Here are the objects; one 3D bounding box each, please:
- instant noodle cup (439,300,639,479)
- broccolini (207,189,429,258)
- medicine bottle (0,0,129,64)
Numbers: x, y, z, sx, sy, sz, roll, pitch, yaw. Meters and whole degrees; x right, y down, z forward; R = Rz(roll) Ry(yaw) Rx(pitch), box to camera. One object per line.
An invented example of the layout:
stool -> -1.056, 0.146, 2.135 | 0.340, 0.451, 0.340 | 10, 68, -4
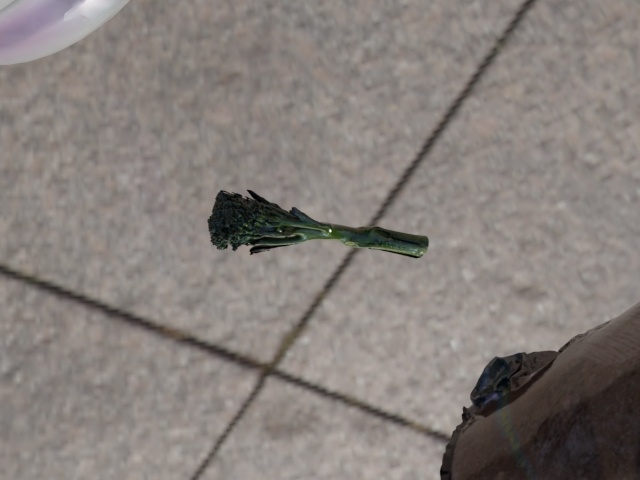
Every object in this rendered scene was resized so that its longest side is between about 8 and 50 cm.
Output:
instant noodle cup -> 0.167, 0.080, 0.519 | 0.207, 0.217, 0.217 | -33, 125, 24
broccolini -> 0.000, 0.000, 0.925 | 0.140, 0.030, 0.035 | 11, 105, -36
medicine bottle -> -0.199, -0.193, 0.550 | 0.202, 0.202, 0.315 | -46, 143, 22
